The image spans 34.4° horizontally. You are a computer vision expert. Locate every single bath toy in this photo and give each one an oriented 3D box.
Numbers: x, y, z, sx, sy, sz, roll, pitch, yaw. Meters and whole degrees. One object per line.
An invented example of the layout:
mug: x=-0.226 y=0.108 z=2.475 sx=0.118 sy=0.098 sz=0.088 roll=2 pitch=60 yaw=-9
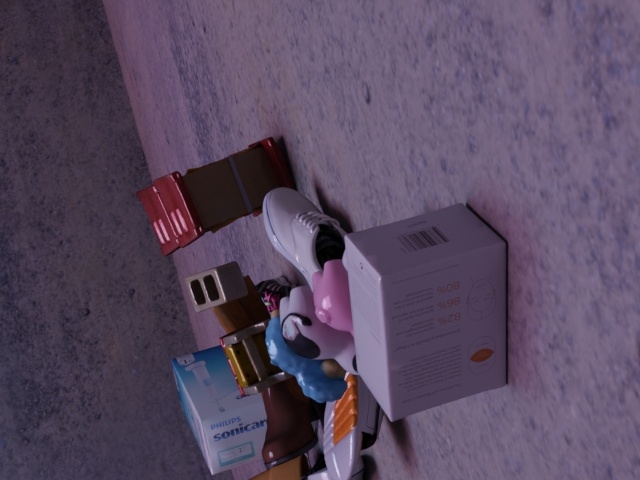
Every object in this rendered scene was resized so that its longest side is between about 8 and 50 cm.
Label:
bath toy: x=0.049 y=0.096 z=1.226 sx=0.348 sy=0.151 sz=0.129 roll=131 pitch=133 yaw=-60

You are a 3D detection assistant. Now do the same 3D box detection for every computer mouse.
computer mouse: x=-0.020 y=0.339 z=1.875 sx=0.106 sy=0.042 sz=0.193 roll=-1 pitch=-102 yaw=-69

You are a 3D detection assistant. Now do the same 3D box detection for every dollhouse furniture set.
dollhouse furniture set: x=-0.121 y=0.043 z=1.666 sx=0.152 sy=0.201 sz=0.374 roll=-20 pitch=92 yaw=57

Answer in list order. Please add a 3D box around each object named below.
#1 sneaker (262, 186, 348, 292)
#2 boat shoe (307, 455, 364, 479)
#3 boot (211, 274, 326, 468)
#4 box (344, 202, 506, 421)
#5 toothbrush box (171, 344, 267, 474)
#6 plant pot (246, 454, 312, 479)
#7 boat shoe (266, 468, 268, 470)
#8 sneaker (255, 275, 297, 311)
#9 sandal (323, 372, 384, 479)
sneaker: x=0.000 y=0.000 z=1.446 sx=0.258 sy=0.094 sz=0.091 roll=54 pitch=146 yaw=35
boat shoe: x=0.030 y=0.419 z=1.700 sx=0.267 sy=0.096 sz=0.088 roll=110 pitch=139 yaw=-67
boot: x=-0.094 y=0.210 z=1.709 sx=0.280 sy=0.096 sz=0.264 roll=61 pitch=-155 yaw=-10
box: x=0.104 y=0.070 z=1.009 sx=0.091 sy=0.130 sz=0.170 roll=-128 pitch=28 yaw=-55
toothbrush box: x=-0.158 y=0.315 z=2.062 sx=0.295 sy=0.216 sz=0.126 roll=-141 pitch=38 yaw=-65
plant pot: x=-0.097 y=0.568 z=1.948 sx=0.291 sy=0.203 sz=0.291 roll=-15 pitch=-90 yaw=-87
boat shoe: x=-0.110 y=0.647 z=2.164 sx=0.158 sy=0.127 sz=0.341 roll=-6 pitch=-80 yaw=-81
sneaker: x=-0.081 y=0.107 z=1.846 sx=0.170 sy=0.074 sz=0.063 roll=-146 pitch=44 yaw=-68
sandal: x=0.058 y=0.207 z=1.455 sx=0.102 sy=0.076 sz=0.265 roll=140 pitch=136 yaw=-59
